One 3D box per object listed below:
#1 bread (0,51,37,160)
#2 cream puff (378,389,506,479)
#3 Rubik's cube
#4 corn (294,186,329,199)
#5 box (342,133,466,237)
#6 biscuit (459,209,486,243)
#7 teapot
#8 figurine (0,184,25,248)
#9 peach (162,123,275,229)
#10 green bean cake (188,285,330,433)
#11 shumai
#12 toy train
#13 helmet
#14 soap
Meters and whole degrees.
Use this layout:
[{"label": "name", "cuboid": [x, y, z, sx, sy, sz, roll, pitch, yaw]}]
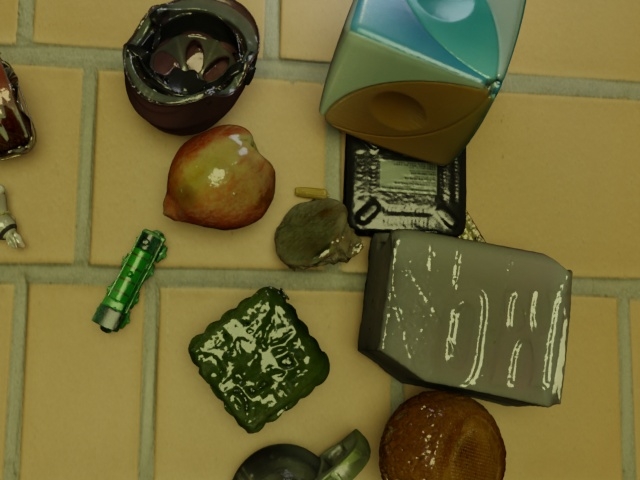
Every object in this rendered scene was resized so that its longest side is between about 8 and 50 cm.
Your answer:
[{"label": "bread", "cuboid": [-0.697, -0.282, 1.736, 0.142, 0.212, 0.224, -20, 87, -14]}, {"label": "cream puff", "cuboid": [0.252, 0.464, 1.770, 0.303, 0.212, 0.303, -3, 94, -40]}, {"label": "Rubik's cube", "cuboid": [0.218, -0.413, 1.779, 0.347, 0.352, 0.352, 21, 66, 0]}, {"label": "corn", "cuboid": [-0.019, -0.109, 1.905, 0.083, 0.027, 0.028, 6, 114, -6]}, {"label": "box", "cuboid": [0.200, -0.145, 1.914, 0.289, 0.073, 0.289, 4, 80, -5]}, {"label": "biscuit", "cuboid": [0.278, 0.031, 1.935, 0.231, 0.016, 0.139, -30, 88, -10]}, {"label": "teapot", "cuboid": [-0.028, 0.550, 1.713, 0.321, 0.239, 0.240, -11, 86, -11]}, {"label": "figurine", "cuboid": [-0.707, -0.040, 1.784, 0.098, 0.081, 0.146, -19, 91, 33]}, {"label": "peach", "cuboid": [-0.229, -0.123, 1.782, 0.256, 0.232, 0.232, -37, 89, -2]}, {"label": "green bean cake", "cuboid": [-0.132, 0.256, 1.778, 0.247, 0.156, 0.250, -35, 89, -9]}, {"label": "shumai", "cuboid": [0.000, 0.000, 1.852, 0.201, 0.201, 0.120, -46, 133, -11]}, {"label": "toy train", "cuboid": [-0.413, 0.085, 1.777, 0.085, 0.119, 0.251, 26, 81, -3]}, {"label": "helmet", "cuboid": [-0.287, -0.371, 1.811, 0.271, 0.197, 0.338, 27, 56, 5]}, {"label": "soap", "cuboid": [0.310, 0.173, 1.799, 0.435, 0.213, 0.351, 13, 85, -12]}]
